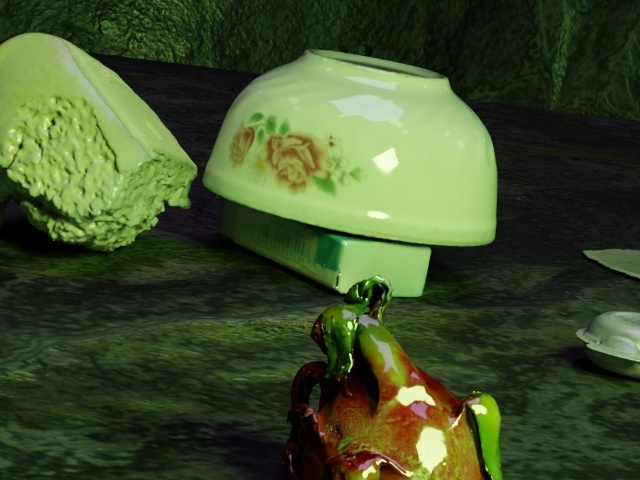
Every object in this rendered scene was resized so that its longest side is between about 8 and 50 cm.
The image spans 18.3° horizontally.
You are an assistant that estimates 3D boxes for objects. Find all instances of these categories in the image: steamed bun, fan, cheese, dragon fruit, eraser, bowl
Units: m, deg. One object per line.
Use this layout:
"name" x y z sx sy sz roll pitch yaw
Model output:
"steamed bun" -0.215 -0.061 1.741 0.200 0.170 0.225 46 5 18
"fan" 0.434 0.050 2.004 0.233 0.012 0.415 3 11 -27
"cheese" 0.269 0.082 1.597 0.105 0.042 0.191 16 11 29
"dragon fruit" 0.031 0.104 1.125 0.142 0.175 0.138 -20 -14 25
"eraser" 0.000 0.000 1.801 0.095 0.052 0.225 3 11 -31
"bowl" 0.037 -0.092 1.814 0.277 0.145 0.277 9 10 -2
